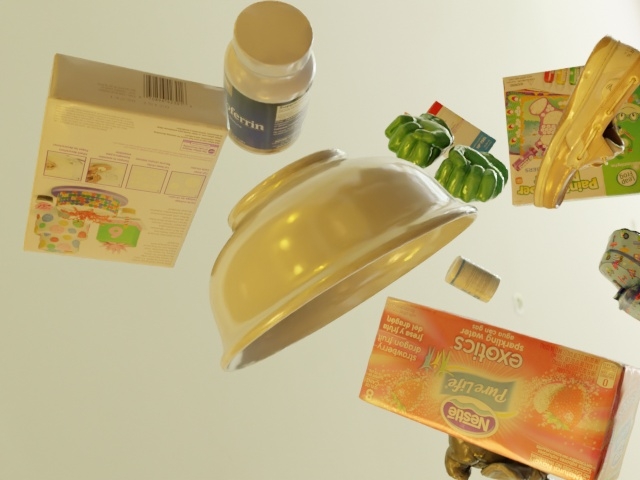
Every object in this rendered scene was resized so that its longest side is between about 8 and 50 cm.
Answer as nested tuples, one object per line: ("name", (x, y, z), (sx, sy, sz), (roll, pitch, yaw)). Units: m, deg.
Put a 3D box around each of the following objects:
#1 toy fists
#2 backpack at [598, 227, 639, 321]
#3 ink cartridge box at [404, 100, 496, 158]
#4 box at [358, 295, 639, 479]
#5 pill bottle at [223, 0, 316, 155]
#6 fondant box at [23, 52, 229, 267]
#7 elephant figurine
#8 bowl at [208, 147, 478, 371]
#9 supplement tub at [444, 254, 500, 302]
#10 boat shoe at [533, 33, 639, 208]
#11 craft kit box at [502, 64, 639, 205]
("toy fists", (0.262, -0.176, 1.572), (0.279, 0.096, 0.142), (40, -136, 20))
("backpack", (0.540, 0.064, 1.247), (0.117, 0.173, 0.158), (-51, -15, -3))
("ink cartridge box", (0.326, -0.272, 1.923), (0.231, 0.134, 0.078), (36, -96, 9))
("box", (0.221, 0.179, 0.925), (0.154, 0.300, 0.142), (22, -96, -57))
("pill bottle", (-0.089, -0.270, 1.271), (0.153, 0.264, 0.153), (3, -114, -7))
("fondant box", (-0.297, -0.100, 1.114), (0.238, 0.330, 0.096), (8, -132, -22))
("elephant figurine", (0.378, 0.417, 1.478), (0.186, 0.239, 0.169), (3, -80, -61))
("bowl", (0.000, 0.000, 0.756), (0.298, 0.298, 0.134), (-19, -106, -51))
("supplement tub", (0.339, 0.086, 1.672), (0.107, 0.071, 0.071), (29, -131, 3))
("boat shoe", (0.241, -0.093, 0.665), (0.063, 0.059, 0.170), (-41, -28, -48))
("craft kit box", (0.471, -0.195, 1.380), (0.061, 0.250, 0.246), (-2, -93, -69))
